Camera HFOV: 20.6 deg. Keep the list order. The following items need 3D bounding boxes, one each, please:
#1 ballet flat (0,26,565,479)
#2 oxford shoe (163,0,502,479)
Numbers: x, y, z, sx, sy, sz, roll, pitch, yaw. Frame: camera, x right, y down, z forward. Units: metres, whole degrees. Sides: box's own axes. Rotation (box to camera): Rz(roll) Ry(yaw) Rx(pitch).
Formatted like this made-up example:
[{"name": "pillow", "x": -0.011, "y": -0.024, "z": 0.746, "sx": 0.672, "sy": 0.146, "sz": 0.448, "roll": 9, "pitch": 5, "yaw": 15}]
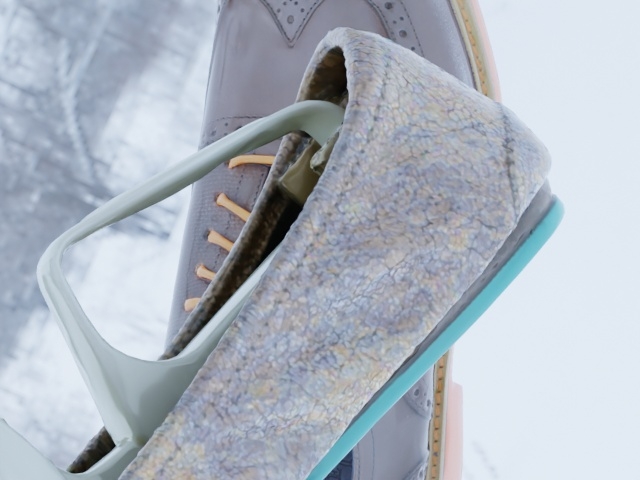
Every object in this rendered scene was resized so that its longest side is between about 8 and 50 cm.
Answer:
[{"name": "ballet flat", "x": -0.056, "y": 0.058, "z": 0.492, "sx": 0.316, "sy": 0.106, "sz": 0.107, "roll": -50, "pitch": 12, "yaw": -27}, {"name": "oxford shoe", "x": 0.000, "y": 0.000, "z": 0.751, "sx": 0.132, "sy": 0.130, "sz": 0.364, "roll": -24, "pitch": -67, "yaw": -64}]
